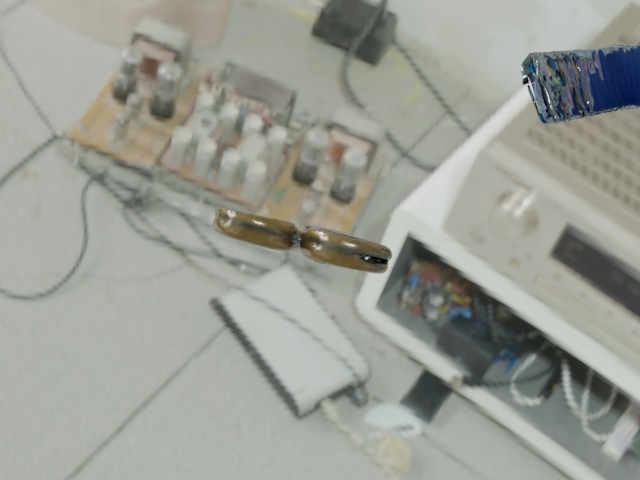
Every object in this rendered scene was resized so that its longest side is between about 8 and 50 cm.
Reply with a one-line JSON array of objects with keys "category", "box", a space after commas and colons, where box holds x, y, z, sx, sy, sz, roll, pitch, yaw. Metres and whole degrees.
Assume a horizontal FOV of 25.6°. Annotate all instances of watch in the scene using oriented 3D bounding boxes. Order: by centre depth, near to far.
[{"category": "watch", "box": [0.312, -0.128, 0.955, 0.276, 0.068, 0.274, -4, 4, 30]}]

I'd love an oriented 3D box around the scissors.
[{"category": "scissors", "box": [0.000, 0.000, 0.758, 0.088, 0.220, 0.017, 12, 91, 6]}]
